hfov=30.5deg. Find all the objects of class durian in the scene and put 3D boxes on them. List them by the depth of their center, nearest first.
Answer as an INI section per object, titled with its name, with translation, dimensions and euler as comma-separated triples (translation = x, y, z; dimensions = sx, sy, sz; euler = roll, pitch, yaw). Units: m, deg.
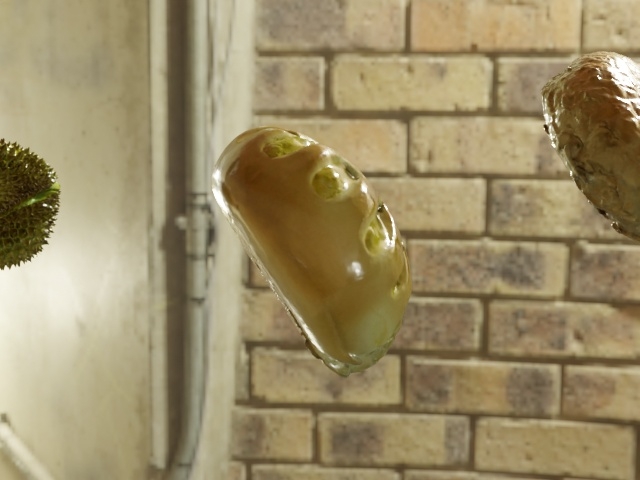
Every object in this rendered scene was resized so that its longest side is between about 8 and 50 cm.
[durian]
translation = -0.434, -0.036, 1.556
dimensions = 0.159, 0.198, 0.146
euler = 37, -19, -31

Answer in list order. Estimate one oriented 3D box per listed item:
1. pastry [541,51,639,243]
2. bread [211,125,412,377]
[pastry]
translation = 0.435, -0.121, 1.589
dimensions = 0.136, 0.329, 0.330
euler = -43, -17, 31
[bread]
translation = 0.000, 0.000, 1.348
dimensions = 0.160, 0.333, 0.333
euler = -34, 14, -7
